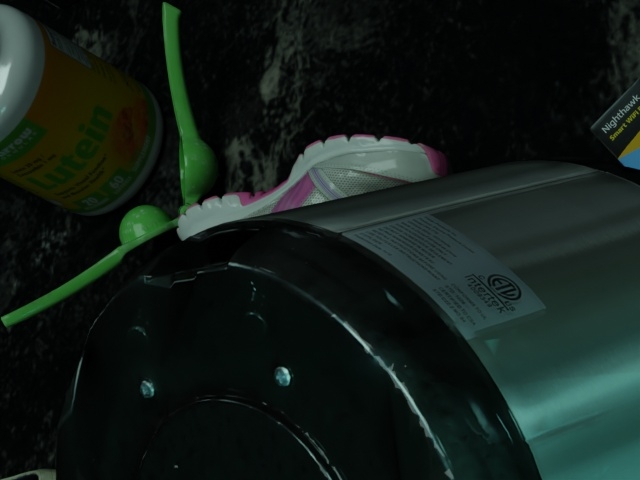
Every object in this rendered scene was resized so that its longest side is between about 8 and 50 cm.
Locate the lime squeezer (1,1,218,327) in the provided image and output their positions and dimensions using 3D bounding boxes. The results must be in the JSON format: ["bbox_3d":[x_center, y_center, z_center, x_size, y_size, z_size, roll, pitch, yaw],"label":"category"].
[{"bbox_3d":[-0.155,-0.041,1.498,0.310,0.110,0.059,-62,24,-1],"label":"lime squeezer"}]

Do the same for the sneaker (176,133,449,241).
[{"bbox_3d":[0.000,0.000,1.376,0.252,0.103,0.111,-26,61,34],"label":"sneaker"}]

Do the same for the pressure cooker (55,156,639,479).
[{"bbox_3d":[0.107,0.139,1.038,0.375,0.420,0.369,-26,82,45],"label":"pressure cooker"}]

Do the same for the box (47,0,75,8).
[{"bbox_3d":[-0.277,-0.341,1.691,0.078,0.147,0.180,-23,58,28],"label":"box"}]

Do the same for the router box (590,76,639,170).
[{"bbox_3d":[0.295,-0.095,1.219,0.179,0.046,0.133,-46,50,12],"label":"router box"}]

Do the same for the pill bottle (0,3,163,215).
[{"bbox_3d":[-0.263,-0.123,1.521,0.136,0.246,0.136,-15,62,32],"label":"pill bottle"}]

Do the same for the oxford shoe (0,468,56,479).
[{"bbox_3d":[-0.148,0.242,1.342,0.397,0.146,0.140,-11,63,33],"label":"oxford shoe"}]
